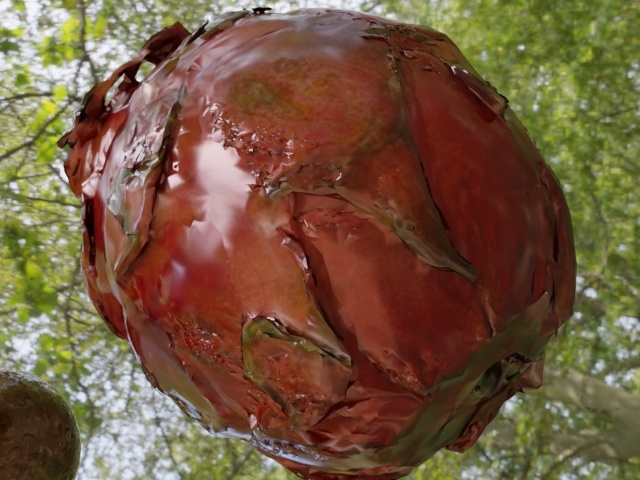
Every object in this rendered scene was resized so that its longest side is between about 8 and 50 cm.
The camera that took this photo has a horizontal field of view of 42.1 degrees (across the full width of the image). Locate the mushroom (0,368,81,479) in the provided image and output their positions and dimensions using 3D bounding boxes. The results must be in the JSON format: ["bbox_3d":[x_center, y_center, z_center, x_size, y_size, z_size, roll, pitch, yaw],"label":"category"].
[{"bbox_3d":[-0.348,0.224,0.780,0.253,0.253,0.153,4,-128,-44],"label":"mushroom"}]

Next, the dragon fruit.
[{"bbox_3d":[0.000,0.000,0.526,0.295,0.302,0.296,-31,-32,-22],"label":"dragon fruit"}]
